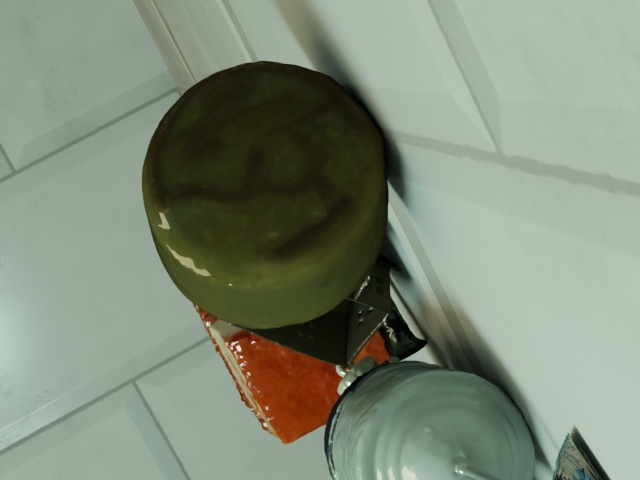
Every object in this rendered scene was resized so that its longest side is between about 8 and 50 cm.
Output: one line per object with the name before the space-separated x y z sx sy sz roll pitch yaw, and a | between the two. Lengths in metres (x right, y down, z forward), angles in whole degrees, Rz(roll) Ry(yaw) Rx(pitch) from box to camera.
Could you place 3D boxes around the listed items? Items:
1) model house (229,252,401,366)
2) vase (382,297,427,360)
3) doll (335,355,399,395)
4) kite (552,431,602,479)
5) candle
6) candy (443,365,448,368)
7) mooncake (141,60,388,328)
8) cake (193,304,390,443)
model house | 0.000 0.000 1.677 0.204 0.211 0.243 -51 26 40
vase | 0.088 0.093 1.779 0.167 0.059 0.059 59 172 19
doll | 0.135 0.265 1.707 0.293 0.138 0.119 42 155 6
kite | 0.312 0.318 1.280 0.314 0.011 0.335 63 174 -21
candle | 0.130 0.254 1.485 0.221 0.221 0.342 61 170 1
candy | 0.162 0.210 1.798 0.194 0.058 0.062 110 164 -68
mooncake | -0.062 -0.056 1.384 0.284 0.284 0.155 58 173 24
cake | -0.046 0.171 2.171 0.270 0.269 0.319 64 174 -19
